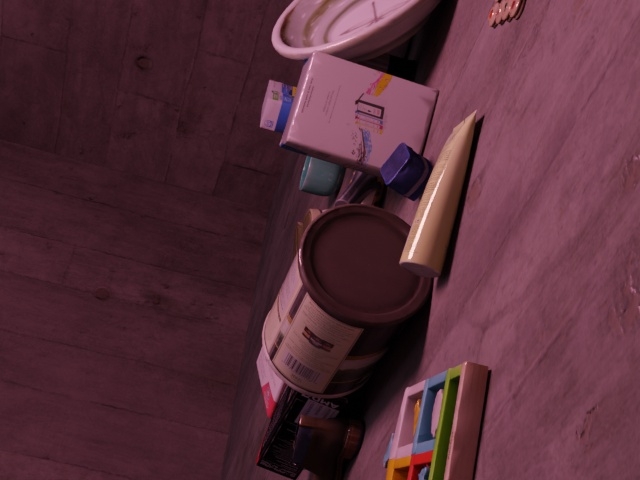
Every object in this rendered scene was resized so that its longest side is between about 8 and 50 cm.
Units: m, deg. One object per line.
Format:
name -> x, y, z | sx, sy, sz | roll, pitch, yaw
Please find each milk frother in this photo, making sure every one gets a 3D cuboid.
milk frother -> 0.115, -0.318, 2.024 | 0.143, 0.135, 0.129 | -145, 69, -82

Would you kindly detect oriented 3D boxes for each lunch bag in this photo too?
lunch bag -> 0.146, -0.112, 1.675 | 0.067, 0.065, 0.098 | -51, 18, 18

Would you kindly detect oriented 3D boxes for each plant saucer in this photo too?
plant saucer -> 0.100, -0.445, 1.967 | 0.100, 0.401, 0.400 | 58, -159, -31

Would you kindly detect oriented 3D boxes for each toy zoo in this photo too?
toy zoo -> 0.127, 0.262, 1.238 | 0.293, 0.030, 0.192 | 126, 157, -70

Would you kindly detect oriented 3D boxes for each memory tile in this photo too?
memory tile -> 0.273, -0.364, 1.448 | 0.148, 0.012, 0.113 | -139, 64, -82

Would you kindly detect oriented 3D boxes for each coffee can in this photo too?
coffee can -> 0.033, 0.100, 1.573 | 0.275, 0.202, 0.201 | 116, 166, -56

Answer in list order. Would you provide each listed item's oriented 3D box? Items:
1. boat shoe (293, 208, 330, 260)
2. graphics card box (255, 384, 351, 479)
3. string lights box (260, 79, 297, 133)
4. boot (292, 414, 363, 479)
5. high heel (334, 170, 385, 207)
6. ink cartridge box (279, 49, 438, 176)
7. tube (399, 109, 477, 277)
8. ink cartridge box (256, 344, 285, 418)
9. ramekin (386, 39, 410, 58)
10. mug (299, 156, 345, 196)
boat shoe -> 0.000, 0.000, 2.365 | 0.302, 0.103, 0.113 | 139, 132, -75
graphics card box -> -0.008, 0.261, 1.855 | 0.371, 0.094, 0.232 | 113, 179, -53
string lights box -> -0.002, -0.280, 2.321 | 0.133, 0.260, 0.076 | -92, 18, -62
boot -> -0.008, 0.360, 1.729 | 0.082, 0.106, 0.219 | -83, 11, -46
high heel -> 0.080, -0.032, 2.066 | 0.186, 0.093, 0.261 | -52, -24, -44
ink cartridge box -> 0.066, -0.218, 1.829 | 0.171, 0.233, 0.168 | -171, 98, -82
tube -> 0.176, -0.067, 1.448 | 0.070, 0.062, 0.240 | 5, 70, 38
ink cartridge box -> -0.051, 0.239, 2.167 | 0.172, 0.100, 0.237 | -108, 30, -48
ramekin -> 0.101, -0.420, 2.266 | 0.277, 0.135, 0.277 | -161, 90, -80
mug -> 0.013, -0.193, 2.654 | 0.129, 0.097, 0.157 | -173, 98, -83
